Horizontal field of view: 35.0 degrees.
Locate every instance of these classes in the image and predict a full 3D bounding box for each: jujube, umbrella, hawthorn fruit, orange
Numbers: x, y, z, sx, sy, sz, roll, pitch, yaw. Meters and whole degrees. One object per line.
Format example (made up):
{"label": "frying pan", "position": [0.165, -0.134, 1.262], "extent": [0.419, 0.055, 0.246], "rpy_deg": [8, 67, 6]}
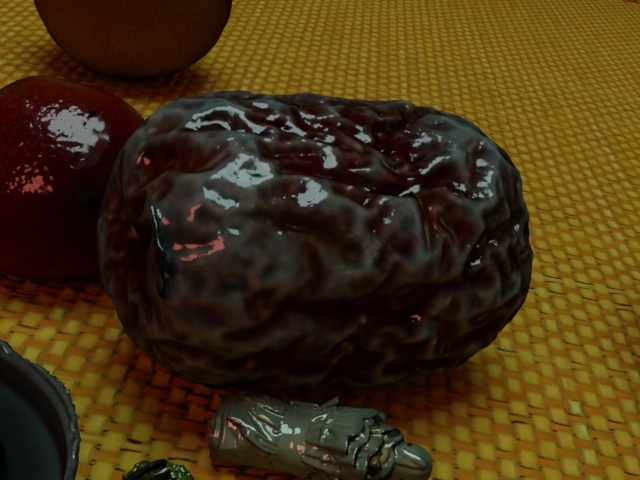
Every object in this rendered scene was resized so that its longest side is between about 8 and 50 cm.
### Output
{"label": "jujube", "position": [0.000, 0.000, 0.724], "extent": [0.317, 0.226, 0.226], "rpy_deg": [-3, 28, -37]}
{"label": "umbrella", "position": [0.000, 0.128, 0.641], "extent": [0.143, 0.062, 0.067], "rpy_deg": [11, -7, 14]}
{"label": "hawthorn fruit", "position": [-0.201, -0.041, 0.805], "extent": [0.188, 0.169, 0.169], "rpy_deg": [24, 28, 17]}
{"label": "orange", "position": [-0.239, -0.327, 1.268], "extent": [0.264, 0.264, 0.264], "rpy_deg": [9, 26, -4]}

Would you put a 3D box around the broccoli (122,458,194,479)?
{"label": "broccoli", "position": [-0.088, 0.159, 0.444], "extent": [0.120, 0.130, 0.131], "rpy_deg": [20, -15, 17]}

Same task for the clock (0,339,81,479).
{"label": "clock", "position": [-0.270, 0.127, 0.540], "extent": [0.280, 0.055, 0.281], "rpy_deg": [9, 26, -5]}
